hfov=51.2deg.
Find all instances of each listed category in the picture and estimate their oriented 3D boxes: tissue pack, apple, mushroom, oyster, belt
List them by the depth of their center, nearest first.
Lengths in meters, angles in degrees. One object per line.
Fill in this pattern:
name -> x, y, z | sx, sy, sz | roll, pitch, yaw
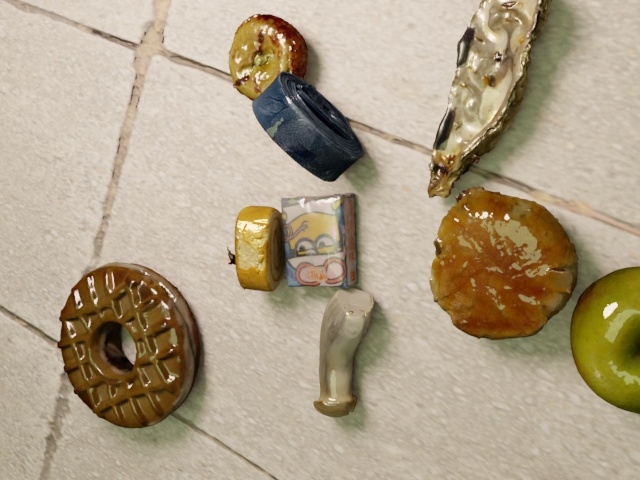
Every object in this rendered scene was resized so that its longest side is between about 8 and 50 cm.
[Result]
apple -> 0.425, 0.129, 0.870 | 0.196, 0.157, 0.196 | 4, 99, 25
oyster -> 0.236, -0.217, 0.977 | 0.129, 0.078, 0.345 | 35, 114, 41
belt -> -0.013, -0.177, 1.048 | 0.190, 0.141, 0.082 | 38, 118, -24
tissue pack -> 0.000, 0.000, 1.118 | 0.115, 0.065, 0.155 | -1, 95, 28
mushroom -> 0.034, 0.192, 1.118 | 0.092, 0.081, 0.223 | 27, 111, 42

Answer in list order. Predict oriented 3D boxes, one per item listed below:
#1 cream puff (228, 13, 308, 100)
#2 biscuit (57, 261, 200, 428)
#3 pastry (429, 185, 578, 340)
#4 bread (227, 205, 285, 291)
cream puff -> -0.084, -0.300, 1.114 | 0.149, 0.084, 0.149 | 5, 101, 29
biscuit -> -0.377, 0.207, 1.311 | 0.332, 0.103, 0.332 | 3, 96, 26
pastry -> 0.256, 0.030, 0.976 | 0.218, 0.100, 0.229 | -25, 90, 31
bread -> -0.105, 0.012, 1.142 | 0.073, 0.122, 0.149 | 4, 104, 14
